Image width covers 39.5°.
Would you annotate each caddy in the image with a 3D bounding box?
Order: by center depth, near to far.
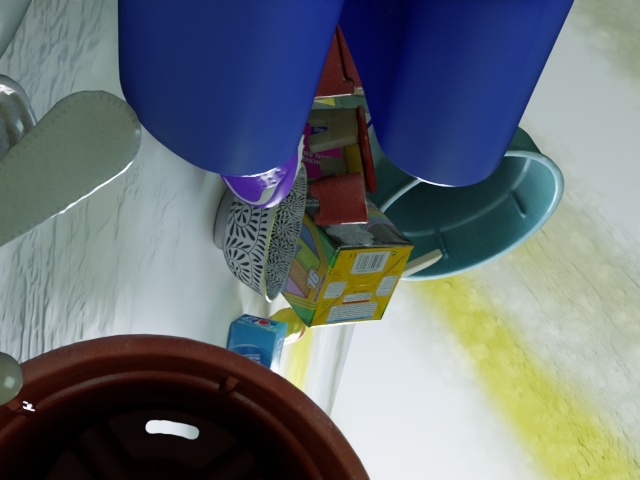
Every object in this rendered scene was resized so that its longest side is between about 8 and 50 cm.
[{"bbox_3d":[0.005,-0.182,0.480,0.341,0.241,0.179,-106,-157,-48],"label":"caddy"}]

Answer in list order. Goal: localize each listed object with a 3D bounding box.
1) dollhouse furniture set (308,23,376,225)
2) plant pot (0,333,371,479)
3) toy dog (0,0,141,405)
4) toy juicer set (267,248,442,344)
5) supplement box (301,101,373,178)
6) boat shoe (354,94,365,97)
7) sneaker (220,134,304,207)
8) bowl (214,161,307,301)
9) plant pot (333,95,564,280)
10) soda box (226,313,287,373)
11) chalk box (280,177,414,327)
[{"bbox_3d":[0.044,-0.167,1.010,0.374,0.152,0.201,75,10,-45],"label":"dollhouse furniture set"},{"bbox_3d":[-0.114,0.207,0.579,0.265,0.272,0.272,130,-25,-76],"label":"plant pot"},{"bbox_3d":[-0.138,-0.060,0.362,0.334,0.161,0.220,92,14,-49],"label":"toy dog"},{"bbox_3d":[0.016,0.076,1.378,0.089,0.209,0.329,65,-31,8],"label":"toy juicer set"},{"bbox_3d":[0.002,-0.085,1.345,0.114,0.111,0.220,-55,156,-66],"label":"supplement box"},{"bbox_3d":[0.051,-0.310,1.087,0.109,0.091,0.305,-72,169,-48],"label":"boat shoe"},{"bbox_3d":[-0.090,-0.114,0.819,0.293,0.102,0.146,85,24,-48],"label":"sneaker"},{"bbox_3d":[-0.076,-0.018,1.055,0.170,0.080,0.170,13,90,-82],"label":"bowl"},{"bbox_3d":[0.184,-0.164,1.509,0.341,0.341,0.334,88,-14,-58],"label":"plant pot"},{"bbox_3d":[-0.104,0.215,1.254,0.071,0.067,0.210,-31,132,-78],"label":"soda box"},{"bbox_3d":[0.000,0.000,1.213,0.132,0.213,0.132,-2,126,-35],"label":"chalk box"}]
